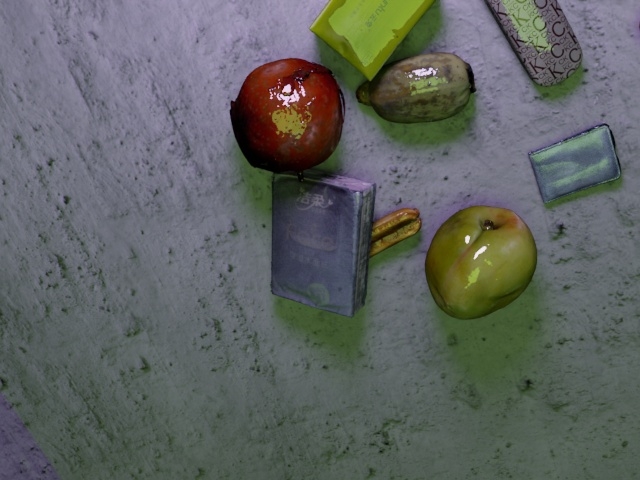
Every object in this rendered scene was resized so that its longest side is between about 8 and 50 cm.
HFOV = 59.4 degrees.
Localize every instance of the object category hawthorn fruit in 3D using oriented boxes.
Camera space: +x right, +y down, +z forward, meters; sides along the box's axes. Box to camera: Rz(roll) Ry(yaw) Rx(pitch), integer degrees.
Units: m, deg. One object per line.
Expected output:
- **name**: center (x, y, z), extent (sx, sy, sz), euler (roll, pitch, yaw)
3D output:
- **hawthorn fruit**: center (-0.091, -0.319, 1.444), extent (0.315, 0.316, 0.316), euler (2, 114, 4)

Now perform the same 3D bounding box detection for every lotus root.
- **lotus root**: center (0.243, -0.389, 1.456), extent (0.309, 0.173, 0.173), euler (-7, 113, 16)

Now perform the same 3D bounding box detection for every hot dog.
- **hot dog**: center (0.184, -0.021, 1.661), extent (0.249, 0.068, 0.100), euler (-27, 124, 19)

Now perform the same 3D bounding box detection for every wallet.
- **wallet**: center (0.705, -0.211, 1.549), extent (0.222, 0.036, 0.167), euler (-21, 110, 16)

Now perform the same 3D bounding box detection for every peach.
- **peach**: center (0.433, 0.061, 1.559), extent (0.314, 0.281, 0.316), euler (-27, 145, -20)

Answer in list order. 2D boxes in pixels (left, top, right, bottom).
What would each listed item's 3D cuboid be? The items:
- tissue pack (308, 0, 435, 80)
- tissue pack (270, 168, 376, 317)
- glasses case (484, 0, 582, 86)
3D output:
- **tissue pack**: center (0.135, -0.570, 1.371), extent (0.200, 0.167, 0.275), euler (37, 112, -11)
- **tissue pack**: center (0.000, 0.000, 1.619), extent (0.288, 0.124, 0.394), euler (15, 117, 24)
- **glasses case**: center (0.521, -0.548, 1.389), extent (0.137, 0.085, 0.355), euler (-33, 107, 16)
